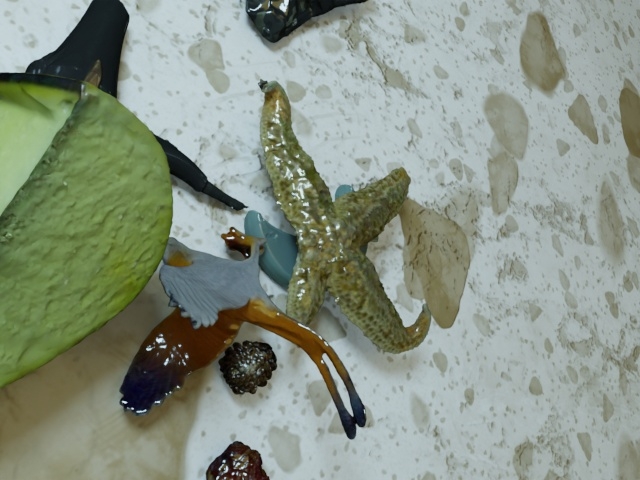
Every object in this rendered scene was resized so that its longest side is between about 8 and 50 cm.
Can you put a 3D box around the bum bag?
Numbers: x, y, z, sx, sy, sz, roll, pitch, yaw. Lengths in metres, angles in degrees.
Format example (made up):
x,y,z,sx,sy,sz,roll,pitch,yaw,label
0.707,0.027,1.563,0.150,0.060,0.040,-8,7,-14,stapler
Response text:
x,y,z,sx,sy,sz,roll,pitch,yaw,label
-0.018,-0.486,1.098,0.340,0.095,0.144,-37,101,-31,bum bag

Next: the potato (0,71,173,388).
x,y,z,sx,sy,sz,roll,pitch,yaw,label
-0.346,-0.026,0.627,0.330,0.280,0.213,-62,157,-1,potato

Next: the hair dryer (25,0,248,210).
x,y,z,sx,sy,sz,roll,pitch,yaw,label
-0.240,-0.160,0.847,0.359,0.120,0.304,36,42,-34,hair dryer

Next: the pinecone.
x,y,z,sx,sy,sz,roll,pitch,yaw,label
-0.101,0.179,0.832,0.083,0.077,0.077,6,68,-68,pinecone

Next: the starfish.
x,y,z,sx,sy,sz,roll,pitch,yaw,label
0.049,-0.033,0.941,0.324,0.082,0.432,3,73,-32,starfish

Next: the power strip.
x,y,z,sx,sy,sz,roll,pitch,yaw,label
0.000,0.000,0.974,0.253,0.054,0.168,-17,88,-38,power strip

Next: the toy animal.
x,y,z,sx,sy,sz,roll,pitch,yaw,label
-0.083,0.089,0.772,0.284,0.225,0.302,16,39,-15,toy animal

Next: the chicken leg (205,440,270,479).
x,y,z,sx,sy,sz,roll,pitch,yaw,label
-0.122,0.425,0.736,0.177,0.083,0.323,5,70,-26,chicken leg
